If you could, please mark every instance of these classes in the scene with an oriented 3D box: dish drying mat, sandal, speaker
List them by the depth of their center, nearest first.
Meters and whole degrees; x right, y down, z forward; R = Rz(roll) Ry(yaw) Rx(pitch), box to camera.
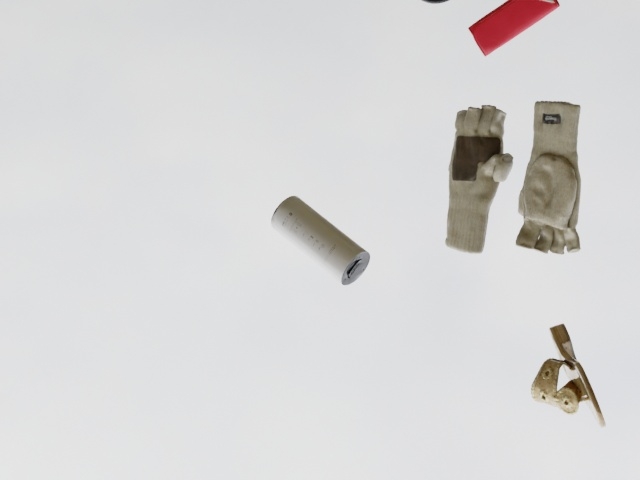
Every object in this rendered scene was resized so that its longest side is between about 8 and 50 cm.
[{"bbox_3d":[0.174,-0.202,1.245,0.083,0.032,0.008,-32,177,26],"label":"dish drying mat"},{"bbox_3d":[0.000,0.000,1.802,0.136,0.055,0.055,38,-135,27],"label":"speaker"},{"bbox_3d":[0.327,0.198,1.897,0.079,0.088,0.240,-20,-157,6],"label":"sandal"}]

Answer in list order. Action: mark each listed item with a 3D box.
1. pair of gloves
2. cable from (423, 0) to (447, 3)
[{"bbox_3d":[0.257,-0.082,1.835,0.042,0.204,0.240,2,179,-39],"label":"pair of gloves"},{"bbox_3d":[0.168,-0.352,1.667,0.150,0.184,0.047,-24,-108,10],"label":"cable"}]
